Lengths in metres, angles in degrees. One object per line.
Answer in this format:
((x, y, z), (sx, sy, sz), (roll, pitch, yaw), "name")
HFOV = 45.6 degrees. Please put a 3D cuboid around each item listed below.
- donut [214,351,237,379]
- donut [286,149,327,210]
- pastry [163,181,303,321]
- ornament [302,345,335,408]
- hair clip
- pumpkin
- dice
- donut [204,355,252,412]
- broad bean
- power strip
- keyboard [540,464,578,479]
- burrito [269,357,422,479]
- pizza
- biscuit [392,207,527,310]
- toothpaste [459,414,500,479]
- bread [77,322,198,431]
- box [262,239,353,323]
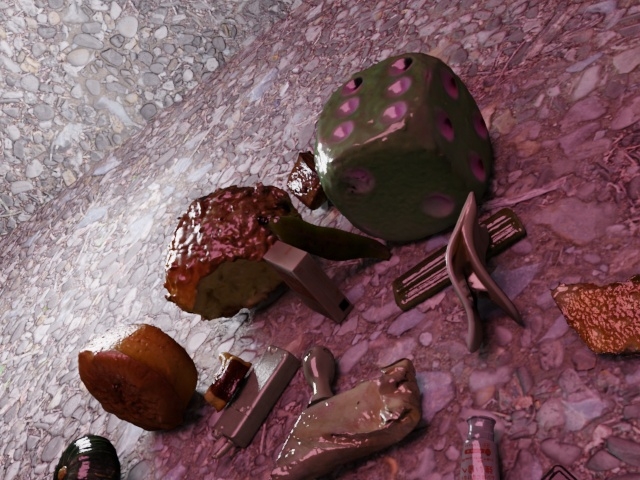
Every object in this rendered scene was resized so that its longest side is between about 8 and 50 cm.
((-0.240, 0.317, 1.894), (0.083, 0.038, 0.067), (-50, 37, -14), "donut")
((-0.035, -0.173, 2.143), (0.186, 0.144, 0.126), (37, 104, 32), "donut")
((-0.223, 0.013, 1.981), (0.405, 0.292, 0.337), (-33, 46, 19), "pastry")
((-0.001, 0.297, 1.634), (0.075, 0.081, 0.156), (-6, 41, -4), "ornament")
((0.302, 0.072, 1.482), (0.113, 0.172, 0.282), (-20, 62, 12), "hair clip")
((-0.562, 0.579, 1.845), (0.211, 0.152, 0.211), (-22, 56, 37), "pumpkin")
((0.189, -0.214, 1.764), (0.318, 0.330, 0.322), (-20, 41, 34), "dice")
((-0.219, 0.335, 1.786), (0.140, 0.059, 0.140), (-53, 4, 6), "donut")
((0.000, 0.000, 1.793), (0.061, 0.339, 0.077), (140, 145, -76), "broad bean")
((-0.159, 0.373, 1.731), (0.093, 0.053, 0.288), (12, 62, 52), "power strip")
((0.263, 0.504, 1.148), (0.381, 0.041, 0.103), (-41, 45, -7), "keyboard")
((0.049, 0.364, 1.481), (0.348, 0.107, 0.175), (-34, 19, 12), "burrito")
((0.506, 0.129, 1.292), (0.226, 0.069, 0.147), (-15, 64, 41), "pizza")
((0.288, 0.040, 1.643), (0.322, 0.038, 0.099), (-34, 37, 14), "biscuit")
((0.263, 0.409, 1.253), (0.089, 0.057, 0.234), (-12, 53, 30), "toothpaste")
((-0.443, 0.337, 1.870), (0.312, 0.312, 0.172), (-10, 34, 41), "bread")
((-0.028, 0.096, 1.765), (0.058, 0.201, 0.141), (-48, 34, -15), "box")
